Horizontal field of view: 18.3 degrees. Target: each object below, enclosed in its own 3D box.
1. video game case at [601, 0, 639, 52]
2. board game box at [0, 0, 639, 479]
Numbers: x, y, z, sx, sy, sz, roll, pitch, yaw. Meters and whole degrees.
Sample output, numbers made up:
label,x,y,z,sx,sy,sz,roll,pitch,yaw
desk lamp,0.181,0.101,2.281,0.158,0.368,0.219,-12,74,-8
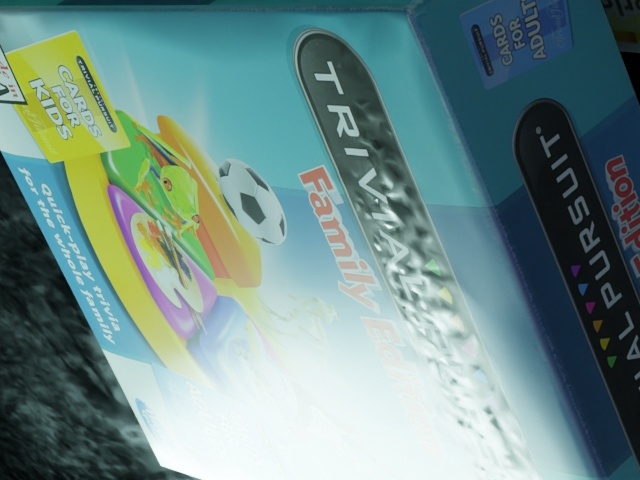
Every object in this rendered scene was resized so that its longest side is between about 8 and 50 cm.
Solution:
label,x,y,z,sx,sy,sz,roll,pitch,yaw
video game case,0.092,-0.142,0.628,0.227,0.026,0.206,11,141,40
board game box,0.000,0.000,0.798,0.336,0.079,0.254,9,129,53
